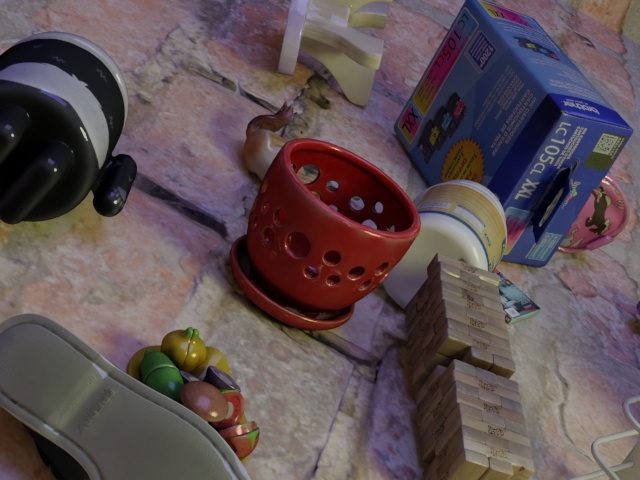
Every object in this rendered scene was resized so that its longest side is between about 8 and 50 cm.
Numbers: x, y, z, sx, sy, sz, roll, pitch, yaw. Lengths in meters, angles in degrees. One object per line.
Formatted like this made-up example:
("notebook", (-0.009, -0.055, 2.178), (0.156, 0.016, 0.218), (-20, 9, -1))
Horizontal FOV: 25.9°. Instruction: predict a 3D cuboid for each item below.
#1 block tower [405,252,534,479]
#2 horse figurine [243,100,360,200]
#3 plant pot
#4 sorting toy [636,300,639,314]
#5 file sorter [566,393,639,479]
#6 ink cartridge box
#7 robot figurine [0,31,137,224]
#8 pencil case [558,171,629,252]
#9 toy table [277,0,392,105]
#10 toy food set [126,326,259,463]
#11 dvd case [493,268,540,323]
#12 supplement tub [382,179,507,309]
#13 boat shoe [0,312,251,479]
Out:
("block tower", (0.165, 0.165, 1.599), (0.091, 0.097, 0.335), (21, 37, -17))
("horse figurine", (-0.036, -0.096, 1.908), (0.174, 0.066, 0.263), (12, 34, -44))
("plant pot", (0.000, 0.000, 1.659), (0.191, 0.174, 0.191), (23, 28, -13))
("sorting toy", (0.603, 0.209, 2.033), (0.365, 0.127, 0.126), (51, 4, 39))
("file sorter", (0.388, 0.270, 1.490), (0.173, 0.278, 0.193), (-6, 44, -43))
("ink cartridge box", (0.293, -0.148, 2.100), (0.151, 0.270, 0.395), (9, 34, -33))
("robot figurine", (-0.317, -0.127, 1.566), (0.173, 0.209, 0.278), (-6, 27, 9))
("pencil case", (0.408, -0.130, 2.310), (0.167, 0.160, 0.386), (18, 28, -7))
("toy table", (0.027, -0.351, 2.234), (0.161, 0.252, 0.274), (12, 41, -2))
("toy food set", (-0.115, 0.159, 1.388), (0.128, 0.071, 0.218), (14, 32, -30))
("dvd case", (0.247, 0.069, 1.970), (0.119, 0.013, 0.087), (42, 29, 23))
("supplement tub", (0.169, 0.006, 1.852), (0.144, 0.144, 0.200), (33, 27, 5))
("boat shoe", (-0.165, 0.201, 1.232), (0.340, 0.127, 0.113), (33, -17, 21))
